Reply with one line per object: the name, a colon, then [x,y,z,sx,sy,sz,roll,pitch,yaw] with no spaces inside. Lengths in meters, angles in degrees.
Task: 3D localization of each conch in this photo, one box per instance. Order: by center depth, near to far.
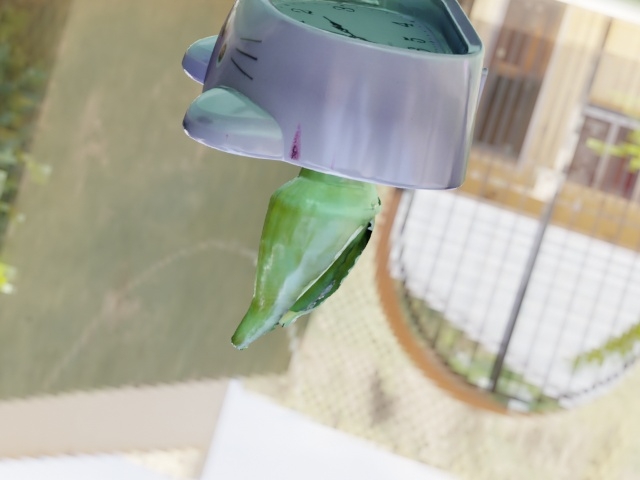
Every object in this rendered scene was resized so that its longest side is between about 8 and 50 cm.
conch: [-0.002,-0.004,1.500,0.095,0.201,0.079,-4,-141,-41]

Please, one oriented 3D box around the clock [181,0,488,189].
clock: [0.004,-0.071,0.746,0.110,0.050,0.153,8,-161,-7]
